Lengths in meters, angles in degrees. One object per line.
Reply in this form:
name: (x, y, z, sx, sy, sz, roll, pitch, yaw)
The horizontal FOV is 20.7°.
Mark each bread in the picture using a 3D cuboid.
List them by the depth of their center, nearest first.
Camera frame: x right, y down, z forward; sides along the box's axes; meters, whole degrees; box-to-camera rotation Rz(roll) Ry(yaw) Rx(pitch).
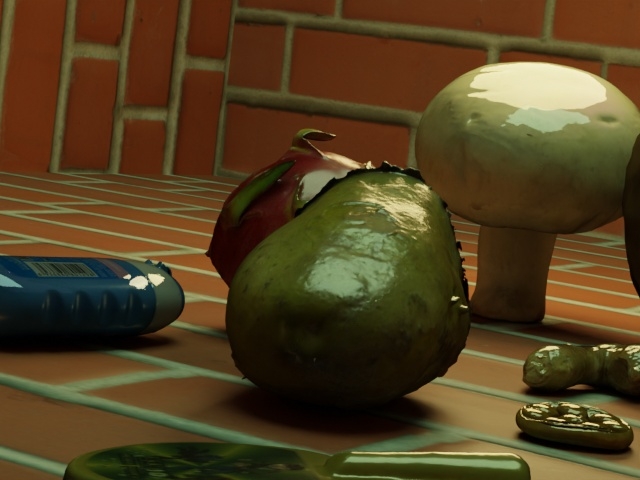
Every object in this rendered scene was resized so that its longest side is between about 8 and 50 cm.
bread: (0.226, 0.165, 1.560, 0.110, 0.024, 0.110, 6, 7, -1)

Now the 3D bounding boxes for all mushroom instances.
mushroom: (0.268, -0.092, 2.307, 0.315, 0.356, 0.315, 23, -23, 10)

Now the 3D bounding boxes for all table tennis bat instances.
table tennis bat: (-0.013, 0.167, 1.188, 0.321, 0.050, 0.198, 2, 4, -8)

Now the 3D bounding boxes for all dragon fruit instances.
dragon fruit: (-0.005, 0.002, 1.931, 0.224, 0.227, 0.224, 45, 13, -13)

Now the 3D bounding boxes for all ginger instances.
ginger: (0.306, 0.132, 1.822, 0.214, 0.059, 0.133, 4, 2, -41)

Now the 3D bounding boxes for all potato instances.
potato: (0.022, 0.065, 1.575, 0.229, 0.229, 0.266, 8, 21, 16)

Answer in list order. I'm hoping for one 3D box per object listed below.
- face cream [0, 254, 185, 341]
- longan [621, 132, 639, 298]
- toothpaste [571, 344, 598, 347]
face cream: (-0.252, 0.057, 1.767, 0.264, 0.083, 0.149, 2, 8, -44)
longan: (0.559, -0.028, 2.109, 0.404, 0.404, 0.436, 8, 13, 15)
toothpaste: (0.336, 0.135, 2.037, 0.037, 0.021, 0.140, 4, 4, -17)
